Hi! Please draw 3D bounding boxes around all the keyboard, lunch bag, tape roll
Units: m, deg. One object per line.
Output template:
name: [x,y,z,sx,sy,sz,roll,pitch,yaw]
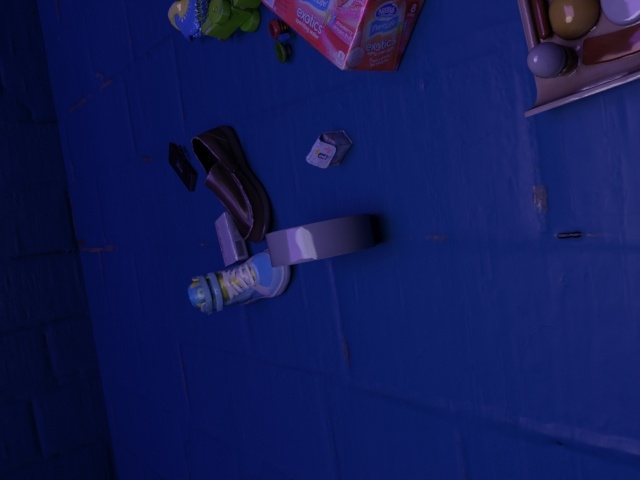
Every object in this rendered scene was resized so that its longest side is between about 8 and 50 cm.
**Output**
keyboard: [-0.446,-0.249,1.909,0.180,0.023,0.108,49,140,33]
lunch bag: [0.016,-0.193,1.263,0.053,0.083,0.071,60,139,24]
tape roll: [0.000,0.000,1.221,0.219,0.219,0.072,-13,89,53]

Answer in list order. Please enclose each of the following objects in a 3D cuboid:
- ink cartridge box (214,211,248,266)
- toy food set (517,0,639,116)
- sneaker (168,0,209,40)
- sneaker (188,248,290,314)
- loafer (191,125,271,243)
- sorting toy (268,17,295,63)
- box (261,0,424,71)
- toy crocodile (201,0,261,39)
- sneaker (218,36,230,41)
ink cartridge box: [-0.262,-0.002,1.732,0.179,0.045,0.146,155,101,-71]
toy food set: [0.340,-0.344,0.790,0.219,0.092,0.306,-13,89,54]
sneaker: [-0.324,-0.635,1.613,0.240,0.091,0.126,-28,95,52]
sneaker: [-0.226,0.116,1.559,0.319,0.208,0.127,-35,69,50]
loafer: [-0.253,-0.144,1.590,0.366,0.130,0.134,61,140,22]
sorting toy: [-0.084,-0.466,1.368,0.061,0.042,0.102,13,122,67]
box: [0.034,-0.459,1.121,0.300,0.142,0.154,49,134,33]
toy crocodile: [-0.178,-0.585,1.393,0.340,0.115,0.105,-26,73,50]
sneaker: [-0.256,-0.588,1.552,0.067,0.042,0.119,39,121,36]
